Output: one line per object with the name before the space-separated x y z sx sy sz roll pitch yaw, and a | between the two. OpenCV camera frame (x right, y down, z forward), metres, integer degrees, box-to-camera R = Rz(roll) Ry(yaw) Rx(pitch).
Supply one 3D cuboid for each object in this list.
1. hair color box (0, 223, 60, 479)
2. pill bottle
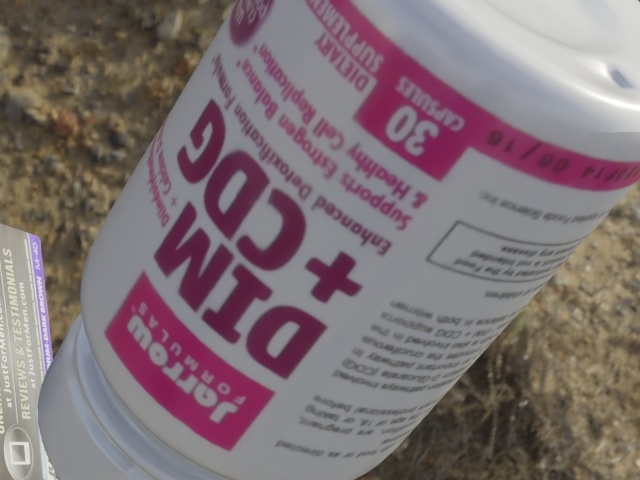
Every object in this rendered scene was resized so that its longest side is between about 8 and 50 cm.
hair color box | -0.348 0.111 0.847 0.339 0.110 0.185 -12 77 15
pill bottle | 0.000 0.000 0.524 0.160 0.283 0.160 24 34 -18
